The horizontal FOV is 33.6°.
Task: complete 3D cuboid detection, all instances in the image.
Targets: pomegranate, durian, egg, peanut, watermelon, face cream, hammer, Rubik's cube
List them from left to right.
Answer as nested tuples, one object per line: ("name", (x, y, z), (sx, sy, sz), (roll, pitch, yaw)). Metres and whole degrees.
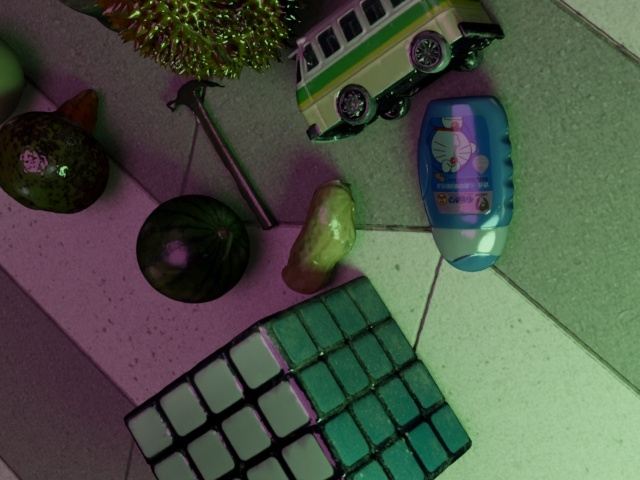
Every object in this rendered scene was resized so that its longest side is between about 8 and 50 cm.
("egg", (-0.685, -0.299, 1.982), (0.269, 0.219, 0.219), (-4, 99, 14))
("pomegranate", (-0.471, -0.169, 1.924), (0.214, 0.214, 0.247), (23, 75, 24))
("watermelon", (-0.209, 0.010, 1.791), (0.215, 0.188, 0.188), (-34, 83, 47))
("durian", (-0.187, -0.433, 1.608), (0.348, 0.348, 0.384), (-23, 72, 32))
("hammer", (-0.160, -0.144, 1.824), (0.125, 0.027, 0.297), (-33, 83, 36))
("Rubik's cube", (-0.030, 0.300, 1.666), (0.344, 0.344, 0.337), (-37, 82, 33))
("peanut", (0.000, 0.000, 1.726), (0.099, 0.099, 0.214), (38, 115, 18))
("face cream", (0.218, -0.082, 1.585), (0.149, 0.083, 0.263), (1, 102, 33))

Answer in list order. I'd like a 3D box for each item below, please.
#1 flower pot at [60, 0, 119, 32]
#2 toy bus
("flower pot", (-0.368, -0.465, 1.803), (0.235, 0.148, 0.235), (7, 105, 27))
("toy bus", (0.093, -0.284, 1.578), (0.305, 0.143, 0.179), (-32, 82, 32))
